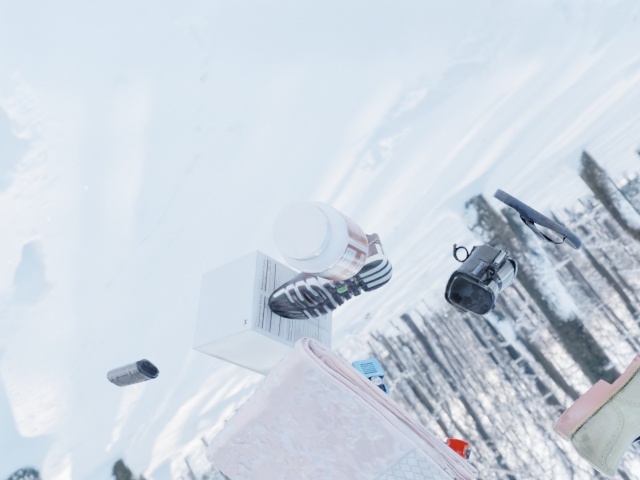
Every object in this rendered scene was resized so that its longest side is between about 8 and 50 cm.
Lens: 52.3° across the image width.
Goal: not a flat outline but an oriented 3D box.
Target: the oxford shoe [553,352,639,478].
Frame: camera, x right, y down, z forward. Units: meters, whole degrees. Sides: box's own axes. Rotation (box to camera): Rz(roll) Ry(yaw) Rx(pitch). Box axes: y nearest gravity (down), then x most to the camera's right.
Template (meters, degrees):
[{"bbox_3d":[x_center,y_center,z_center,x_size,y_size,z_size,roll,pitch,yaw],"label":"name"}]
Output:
[{"bbox_3d":[0.632,0.283,1.215,0.397,0.146,0.140,-38,146,-2],"label":"oxford shoe"}]

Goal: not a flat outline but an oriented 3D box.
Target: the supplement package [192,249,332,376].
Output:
[{"bbox_3d":[-0.129,0.184,1.544,0.199,0.198,0.262,-23,141,36],"label":"supplement package"}]

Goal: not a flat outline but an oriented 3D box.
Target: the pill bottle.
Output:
[{"bbox_3d":[0.000,0.000,1.114,0.121,0.121,0.216,-37,161,9],"label":"pill bottle"}]

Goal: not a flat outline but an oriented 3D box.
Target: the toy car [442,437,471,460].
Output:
[{"bbox_3d":[0.214,0.482,1.250,0.224,0.053,0.239,-3,-157,-10],"label":"toy car"}]

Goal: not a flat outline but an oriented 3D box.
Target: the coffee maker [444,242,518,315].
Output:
[{"bbox_3d":[0.375,0.093,1.604,0.171,0.120,0.178,6,-156,35],"label":"coffee maker"}]

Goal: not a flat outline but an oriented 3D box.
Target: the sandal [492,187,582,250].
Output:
[{"bbox_3d":[0.533,-0.044,1.624,0.055,0.254,0.097,-59,-176,9],"label":"sandal"}]

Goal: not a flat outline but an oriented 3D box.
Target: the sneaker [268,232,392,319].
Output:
[{"bbox_3d":[0.017,0.063,1.424,0.281,0.163,0.106,-20,131,13],"label":"sneaker"}]

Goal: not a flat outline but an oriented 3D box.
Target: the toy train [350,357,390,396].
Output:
[{"bbox_3d":[0.101,0.358,1.483,0.080,0.105,0.184,-5,130,-19],"label":"toy train"}]

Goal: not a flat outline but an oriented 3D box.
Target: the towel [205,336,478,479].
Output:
[{"bbox_3d":[0.012,0.336,0.980,0.332,0.317,0.053,-52,178,34],"label":"towel"}]

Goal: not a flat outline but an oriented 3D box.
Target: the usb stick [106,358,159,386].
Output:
[{"bbox_3d":[-0.571,0.404,1.974,0.278,0.077,0.045,-25,-146,49],"label":"usb stick"}]
